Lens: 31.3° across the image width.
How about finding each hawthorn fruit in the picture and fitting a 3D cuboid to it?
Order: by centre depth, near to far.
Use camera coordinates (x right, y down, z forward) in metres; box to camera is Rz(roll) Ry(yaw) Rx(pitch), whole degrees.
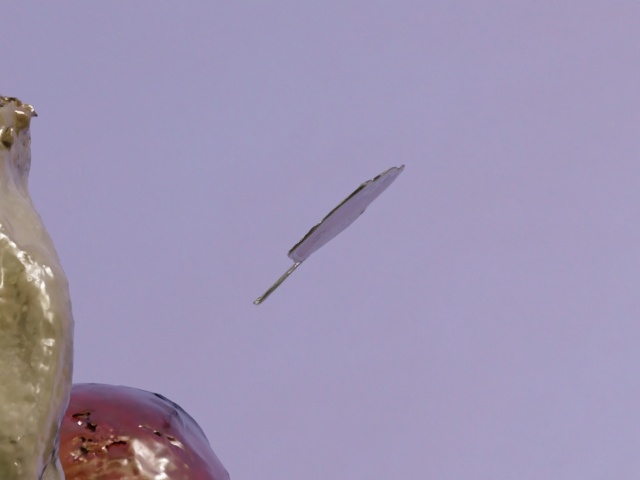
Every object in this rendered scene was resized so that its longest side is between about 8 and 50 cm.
[{"bbox_3d":[-0.205,0.253,0.923,0.316,0.316,0.316,-8,-68,-20],"label":"hawthorn fruit"}]

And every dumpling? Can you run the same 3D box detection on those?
[{"bbox_3d":[-0.167,0.077,0.574,0.086,0.166,0.332,1,-91,1],"label":"dumpling"}]

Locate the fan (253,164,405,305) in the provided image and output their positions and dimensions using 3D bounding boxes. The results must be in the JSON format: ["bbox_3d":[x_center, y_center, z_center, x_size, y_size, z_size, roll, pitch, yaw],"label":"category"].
[{"bbox_3d":[0.000,0.000,1.147,0.009,0.132,0.220,50,-61,9],"label":"fan"}]
